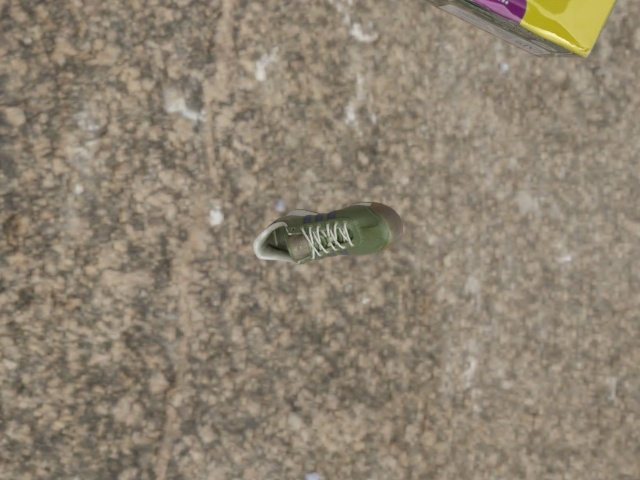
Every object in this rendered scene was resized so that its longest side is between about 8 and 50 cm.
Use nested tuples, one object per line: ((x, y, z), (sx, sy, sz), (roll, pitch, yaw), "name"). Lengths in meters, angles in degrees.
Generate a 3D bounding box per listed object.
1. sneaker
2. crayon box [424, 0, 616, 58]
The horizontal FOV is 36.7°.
((0.000, 0.000, 1.126), (0.086, 0.192, 0.064), (-30, 110, -40), "sneaker")
((0.076, -0.338, 0.631), (0.363, 0.106, 0.313), (23, 97, -12), "crayon box")
